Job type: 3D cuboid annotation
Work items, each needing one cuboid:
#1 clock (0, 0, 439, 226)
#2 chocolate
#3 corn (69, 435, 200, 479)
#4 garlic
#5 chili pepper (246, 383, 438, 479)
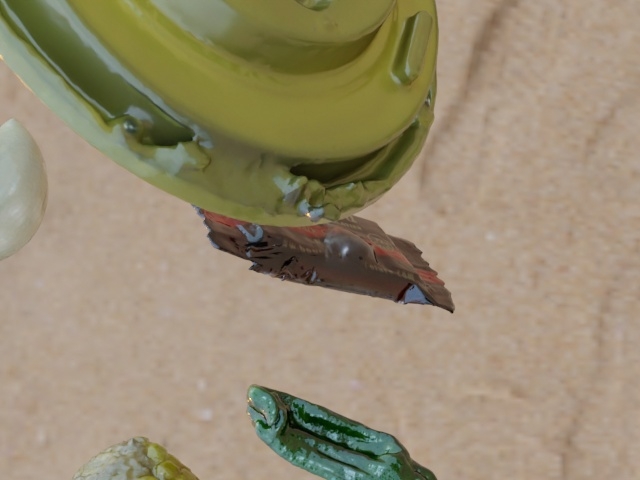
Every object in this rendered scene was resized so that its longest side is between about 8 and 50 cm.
[{"bbox_3d":[-0.035,-0.117,0.706,0.057,0.237,0.237,-35,63,39],"label":"clock"},{"bbox_3d":[0.000,0.000,1.151,0.028,0.182,0.086,-61,34,23],"label":"chocolate"},{"bbox_3d":[-0.047,0.221,1.094,0.097,0.097,0.261,-24,108,42],"label":"corn"},{"bbox_3d":[-0.154,-0.017,0.902,0.053,0.083,0.041,40,156,22],"label":"garlic"},{"bbox_3d":[0.029,0.230,2.095,0.257,0.100,0.074,28,109,-4],"label":"chili pepper"}]
